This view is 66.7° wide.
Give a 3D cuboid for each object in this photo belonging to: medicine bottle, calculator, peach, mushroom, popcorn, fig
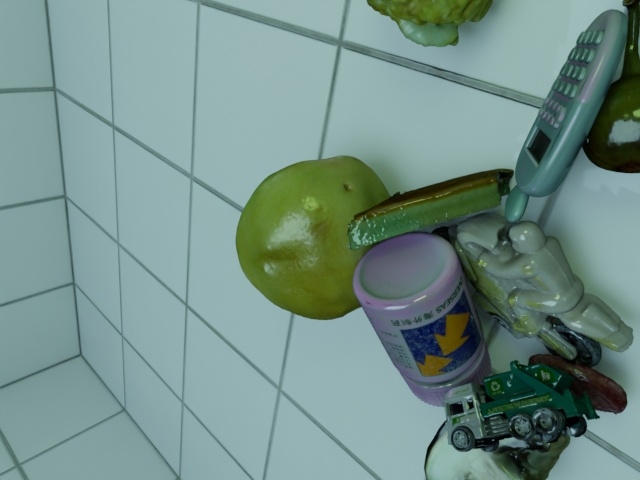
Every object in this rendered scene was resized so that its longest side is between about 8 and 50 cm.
[{"bbox_3d":[0.187,0.144,0.857,0.178,0.178,0.291,8,138,43],"label":"medicine bottle"},{"bbox_3d":[0.333,-0.161,0.677,0.041,0.185,0.299,20,114,6],"label":"calculator"},{"bbox_3d":[0.003,-0.007,0.977,0.314,0.281,0.316,-22,102,25],"label":"peach"},{"bbox_3d":[0.323,0.392,0.888,0.189,0.164,0.267,28,103,42],"label":"mushroom"},{"bbox_3d":[0.160,-0.409,0.743,0.221,0.204,0.184,58,137,32],"label":"popcorn"},{"bbox_3d":[0.411,-0.205,0.647,0.124,0.124,0.236,-8,76,46],"label":"fig"}]

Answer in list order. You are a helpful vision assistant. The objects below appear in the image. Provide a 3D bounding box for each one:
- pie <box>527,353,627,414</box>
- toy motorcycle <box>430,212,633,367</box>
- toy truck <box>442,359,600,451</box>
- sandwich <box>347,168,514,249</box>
[{"bbox_3d":[0.415,0.232,0.794,0.154,0.036,0.154,29,163,10],"label":"pie"},{"bbox_3d":[0.327,0.062,0.788,0.340,0.108,0.223,43,154,19],"label":"toy motorcycle"},{"bbox_3d":[0.299,0.257,0.761,0.216,0.110,0.116,-31,52,37],"label":"toy truck"},{"bbox_3d":[0.191,-0.061,0.801,0.212,0.245,0.063,-13,100,46],"label":"sandwich"}]
